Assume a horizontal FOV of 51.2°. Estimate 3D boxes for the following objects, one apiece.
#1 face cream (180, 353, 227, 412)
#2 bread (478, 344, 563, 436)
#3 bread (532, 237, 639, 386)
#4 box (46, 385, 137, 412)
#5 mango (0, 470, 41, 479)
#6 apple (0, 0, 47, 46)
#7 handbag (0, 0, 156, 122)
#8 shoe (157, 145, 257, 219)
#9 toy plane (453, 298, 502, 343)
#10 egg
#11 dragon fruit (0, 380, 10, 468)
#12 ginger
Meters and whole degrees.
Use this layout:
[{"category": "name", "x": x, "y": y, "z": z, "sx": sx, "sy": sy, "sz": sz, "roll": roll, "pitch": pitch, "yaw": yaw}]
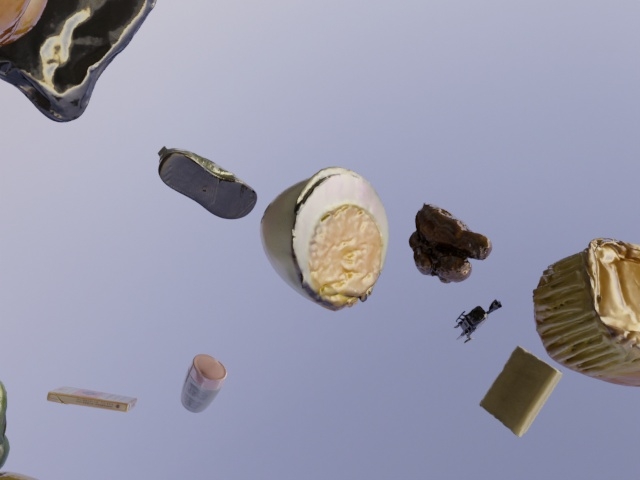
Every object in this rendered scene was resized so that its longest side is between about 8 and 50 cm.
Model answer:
[{"category": "face cream", "x": -0.264, "y": 0.319, "z": 1.482, "sx": 0.057, "sy": 0.084, "sz": 0.198, "roll": -57, "pitch": 179, "yaw": -41}, {"category": "bread", "x": 0.468, "y": 0.349, "z": 1.560, "sx": 0.178, "sy": 0.060, "sz": 0.139, "roll": -58, "pitch": -143, "yaw": 4}, {"category": "bread", "x": 0.314, "y": 0.078, "z": 0.682, "sx": 0.114, "sy": 0.190, "sz": 0.132, "roll": -42, "pitch": -144, "yaw": 56}, {"category": "box", "x": -0.242, "y": 0.169, "z": 0.711, "sx": 0.083, "sy": 0.012, "sz": 0.046, "roll": 9, "pitch": 175, "yaw": -3}, {"category": "mango", "x": -0.697, "y": 0.726, "z": 1.566, "sx": 0.220, "sy": 0.445, "sz": 0.302, "roll": -23, "pitch": -146, "yaw": 36}, {"category": "apple", "x": -0.349, "y": -0.289, "z": 0.617, "sx": 0.253, "sy": 0.254, "sz": 0.254, "roll": -18, "pitch": -144, "yaw": 14}, {"category": "handbag", "x": -0.396, "y": -0.345, "z": 1.042, "sx": 0.074, "sy": 0.191, "sz": 0.332, "roll": -4, "pitch": -126, "yaw": 47}, {"category": "shoe", "x": -0.267, "y": -0.141, "z": 1.577, "sx": 0.103, "sy": 0.274, "sz": 0.098, "roll": -50, "pitch": -142, "yaw": 9}, {"category": "toy plane", "x": 0.367, "y": 0.201, "z": 1.608, "sx": 0.078, "sy": 0.197, "sz": 0.053, "roll": -23, "pitch": -114, "yaw": -21}, {"category": "egg", "x": 0.001, "y": -0.005, "z": 1.333, "sx": 0.174, "sy": 0.286, "sz": 0.265, "roll": 5, "pitch": -109, "yaw": 49}, {"category": "dragon fruit", "x": -0.438, "y": 0.261, "z": 0.685, "sx": 0.272, "sy": 0.218, "sz": 0.198, "roll": -38, "pitch": -144, "yaw": 38}, {"category": "ginger", "x": 0.175, "y": 0.011, "z": 0.975, "sx": 0.103, "sy": 0.073, "sz": 0.162, "roll": -66, "pitch": -152, "yaw": 11}]
